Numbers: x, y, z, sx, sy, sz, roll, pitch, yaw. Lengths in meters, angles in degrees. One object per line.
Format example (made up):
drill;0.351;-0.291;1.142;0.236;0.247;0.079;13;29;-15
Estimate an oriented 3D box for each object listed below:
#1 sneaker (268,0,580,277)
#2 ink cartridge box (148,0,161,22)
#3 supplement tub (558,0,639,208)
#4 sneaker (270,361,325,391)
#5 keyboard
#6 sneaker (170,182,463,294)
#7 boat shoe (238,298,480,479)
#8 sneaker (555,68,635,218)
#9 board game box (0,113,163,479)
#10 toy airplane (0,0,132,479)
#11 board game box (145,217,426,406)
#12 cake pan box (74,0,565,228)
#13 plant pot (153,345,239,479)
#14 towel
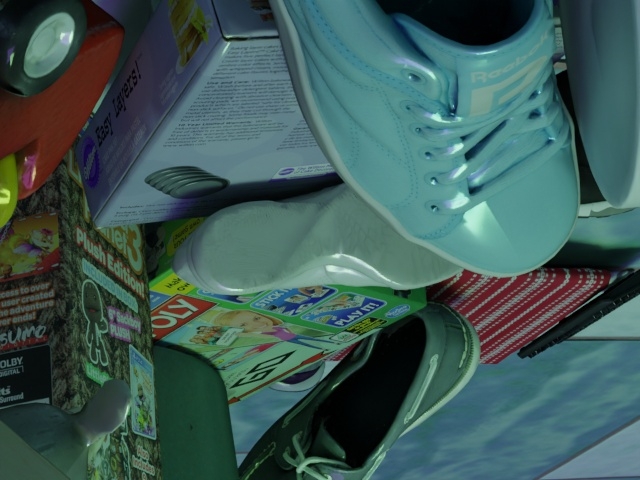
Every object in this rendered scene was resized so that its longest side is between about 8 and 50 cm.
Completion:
sneaker;0.056;-0.088;0.675;0.135;0.150;0.366;-36;129;-1
ink cartridge box;-0.063;-0.131;0.861;0.083;0.028;0.048;-10;160;-14
supplement tub;0.296;-0.133;0.696;0.324;0.235;0.235;-7;157;1
sneaker;-0.094;0.086;1.350;0.223;0.083;0.098;3;129;-22
keyboard;0.275;0.069;1.390;0.108;0.023;0.180;-31;173;-29
sneaker;0.000;0.000;0.953;0.212;0.080;0.094;-3;173;-25
boat shoe;0.004;0.173;1.222;0.319;0.116;0.099;-46;155;6
sneaker;0.230;-0.113;0.873;0.283;0.107;0.124;-21;149;-23
board game box;-0.247;0.073;0.962;0.232;0.291;0.141;-12;158;13
toy airplane;-0.288;0.023;0.716;0.384;0.386;0.272;-3;145;-7
board game box;-0.098;0.069;1.148;0.213;0.046;0.317;15;148;-36
cake pan box;0.007;-0.095;0.874;0.267;0.070;0.246;-7;162;-27
plant pot;-0.193;0.276;1.123;0.341;0.334;0.341;-4;155;-2
towel;0.108;0.065;1.307;0.275;0.031;0.199;4;151;-30
